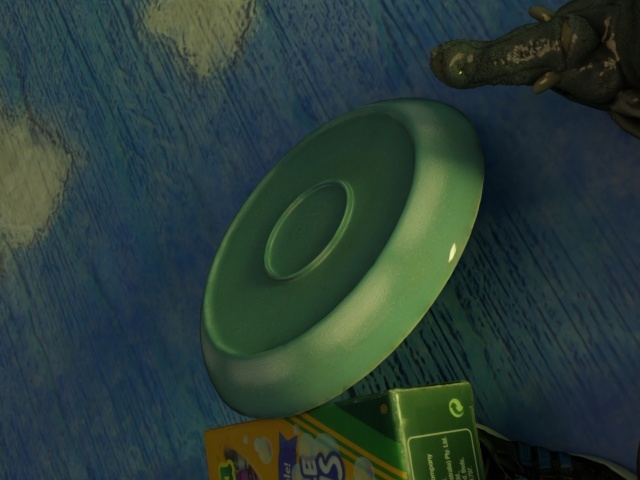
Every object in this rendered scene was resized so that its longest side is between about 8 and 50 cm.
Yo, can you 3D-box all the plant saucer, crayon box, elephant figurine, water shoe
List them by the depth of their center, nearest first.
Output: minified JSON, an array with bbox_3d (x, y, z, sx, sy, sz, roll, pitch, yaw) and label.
[{"bbox_3d":[0.235,-0.145,0.856,0.169,0.186,0.239,-52,17,-21],"label":"elephant figurine"},{"bbox_3d":[0.156,0.193,0.902,0.203,0.080,0.073,11,91,40],"label":"water shoe"},{"bbox_3d":[0.004,0.239,0.954,0.323,0.083,0.203,-23,73,52],"label":"crayon box"},{"bbox_3d":[0.000,0.000,0.987,0.317,0.044,0.317,-35,34,28],"label":"plant saucer"}]

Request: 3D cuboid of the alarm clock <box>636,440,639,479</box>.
[{"bbox_3d":[0.279,0.181,0.807,0.129,0.064,0.192,11,99,51],"label":"alarm clock"}]
